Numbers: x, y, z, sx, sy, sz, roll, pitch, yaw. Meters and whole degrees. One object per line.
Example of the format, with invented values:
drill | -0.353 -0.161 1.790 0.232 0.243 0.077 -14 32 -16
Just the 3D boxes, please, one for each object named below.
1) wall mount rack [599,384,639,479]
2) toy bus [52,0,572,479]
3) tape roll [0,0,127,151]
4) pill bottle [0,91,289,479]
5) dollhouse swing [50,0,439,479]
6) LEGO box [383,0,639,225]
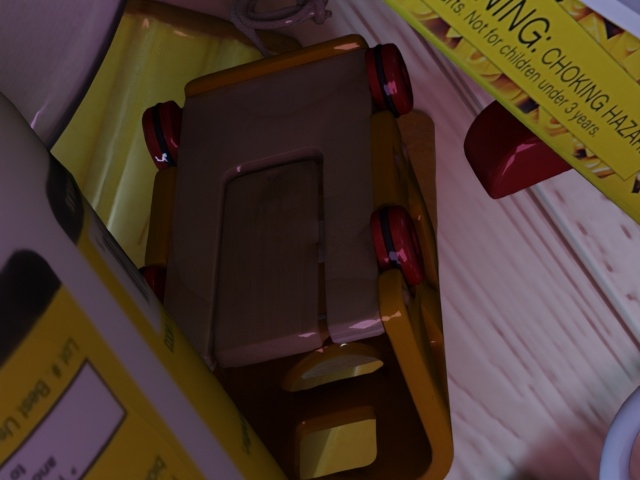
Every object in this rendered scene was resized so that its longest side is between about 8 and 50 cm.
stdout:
wall mount rack | 0.310 0.129 0.826 0.350 0.130 0.304 -10 80 -2
toy bus | -0.005 0.009 0.692 0.202 0.191 0.104 -41 130 -25
tape roll | -0.247 -0.142 0.627 0.392 0.072 0.392 0 92 -5
pill bottle | -0.080 0.133 0.561 0.188 0.188 0.334 -30 114 9
dollhouse swing | -0.141 0.094 0.721 0.347 0.305 0.315 14 115 -13
LEGO box | 0.191 -0.183 0.565 0.372 0.193 0.500 -40 143 14
